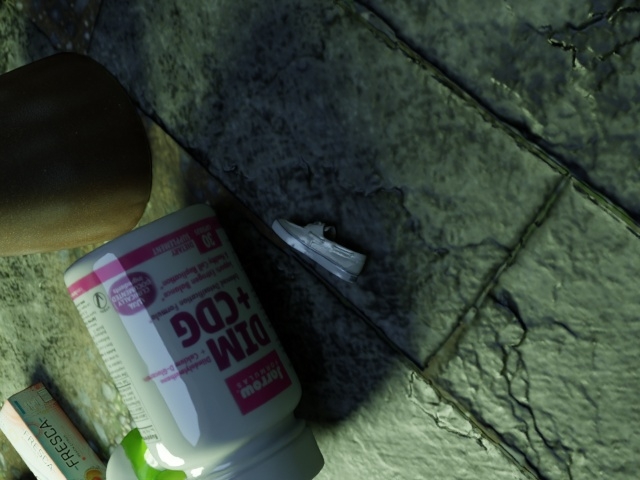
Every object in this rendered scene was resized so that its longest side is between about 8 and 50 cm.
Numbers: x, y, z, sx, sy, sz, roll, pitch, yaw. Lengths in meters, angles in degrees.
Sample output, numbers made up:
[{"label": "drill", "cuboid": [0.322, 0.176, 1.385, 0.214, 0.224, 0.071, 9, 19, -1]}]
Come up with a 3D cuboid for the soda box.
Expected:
[{"label": "soda box", "cuboid": [-0.351, 0.281, 1.218, 0.183, 0.058, 0.063, 49, 130, 14]}]

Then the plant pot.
[{"label": "plant pot", "cuboid": [-0.333, -0.070, 0.944, 0.215, 0.230, 0.215, 15, 116, 34]}]

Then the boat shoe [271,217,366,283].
[{"label": "boat shoe", "cuboid": [0.000, 0.000, 0.840, 0.100, 0.035, 0.035, 34, 99, 29]}]

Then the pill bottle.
[{"label": "pill bottle", "cuboid": [-0.117, 0.121, 0.894, 0.160, 0.160, 0.283, -26, 91, 42]}]

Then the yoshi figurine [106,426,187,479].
[{"label": "yoshi figurine", "cuboid": [-0.190, 0.344, 1.039, 0.203, 0.203, 0.362, 31, 124, 7]}]
